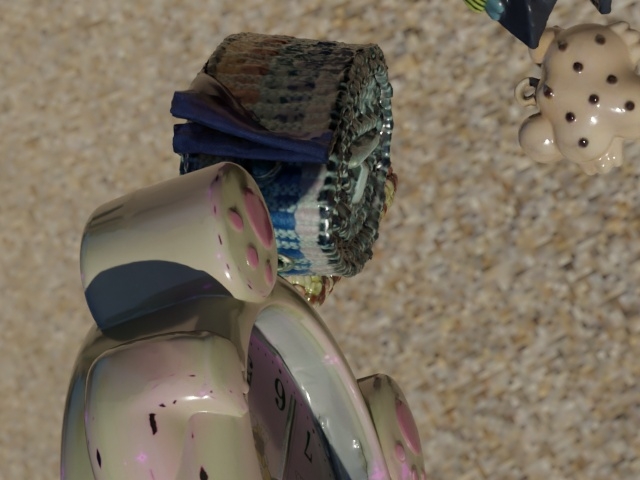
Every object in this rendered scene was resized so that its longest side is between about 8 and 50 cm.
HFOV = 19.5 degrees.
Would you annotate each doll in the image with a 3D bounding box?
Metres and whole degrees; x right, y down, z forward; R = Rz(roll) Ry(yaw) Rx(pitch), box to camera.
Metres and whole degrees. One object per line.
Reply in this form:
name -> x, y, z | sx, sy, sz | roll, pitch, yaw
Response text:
doll -> 0.320, -0.117, 1.772 | 0.278, 0.119, 0.154 | 20, 94, 13

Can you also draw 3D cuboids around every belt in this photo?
belt -> -0.038, -0.068, 1.569 | 0.161, 0.295, 0.206 | 5, 110, 12

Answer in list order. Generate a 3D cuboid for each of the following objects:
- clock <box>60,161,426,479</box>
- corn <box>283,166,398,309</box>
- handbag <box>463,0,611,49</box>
clock -> -0.035, 0.146, 0.988 | 0.309, 0.114, 0.284 | -91, -23, -44
corn -> 0.000, 0.000, 1.997 | 0.092, 0.280, 0.092 | 15, 127, 21
handbag -> 0.096, -0.335, 1.408 | 0.329, 0.122, 0.303 | 51, 164, 45
